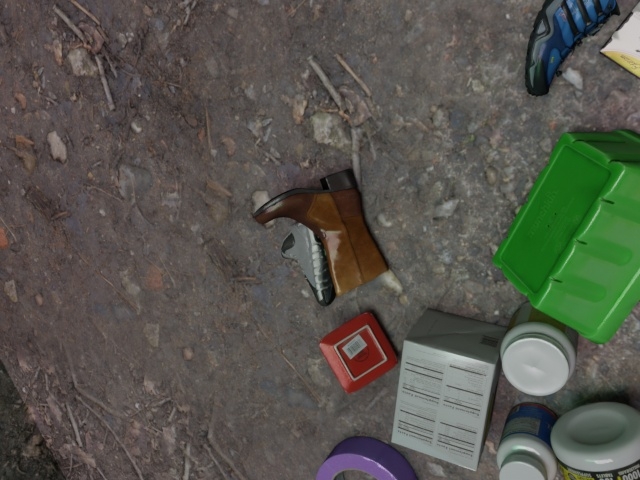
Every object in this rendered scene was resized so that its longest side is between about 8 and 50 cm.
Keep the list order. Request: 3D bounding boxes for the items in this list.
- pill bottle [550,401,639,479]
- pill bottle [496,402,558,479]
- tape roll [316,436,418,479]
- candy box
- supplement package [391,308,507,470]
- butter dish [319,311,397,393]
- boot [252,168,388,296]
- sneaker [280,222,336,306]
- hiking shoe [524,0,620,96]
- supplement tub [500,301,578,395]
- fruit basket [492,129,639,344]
[{"bbox_3d":[0.609,0.514,1.114,0.188,0.188,0.334,-20,100,30],"label":"pill bottle"},{"bbox_3d":[0.454,0.461,1.211,0.124,0.221,0.124,8,108,25],"label":"pill bottle"},{"bbox_3d":[0.128,0.683,1.517,0.275,0.090,0.274,7,107,25],"label":"tape roll"},{"bbox_3d":[0.634,-0.388,0.967,0.159,0.071,0.233,39,118,11],"label":"candy box"},{"bbox_3d":[0.296,0.329,1.267,0.198,0.199,0.262,12,109,23],"label":"supplement package"},{"bbox_3d":[0.087,0.280,1.415,0.160,0.118,0.160,-30,92,-12],"label":"butter dish"},{"bbox_3d":[0.000,0.000,1.343,0.264,0.096,0.280,-22,97,-13],"label":"boot"},{"bbox_3d":[-0.036,0.059,1.435,0.132,0.086,0.228,-8,90,33],"label":"sneaker"},{"bbox_3d":[0.473,-0.409,1.018,0.132,0.113,0.304,23,113,20],"label":"hiking shoe"},{"bbox_3d":[0.456,0.220,1.155,0.144,0.200,0.144,8,108,25],"label":"supplement tub"},{"bbox_3d":[0.577,0.004,1.044,0.392,0.283,0.392,-8,122,-12],"label":"fruit basket"}]
